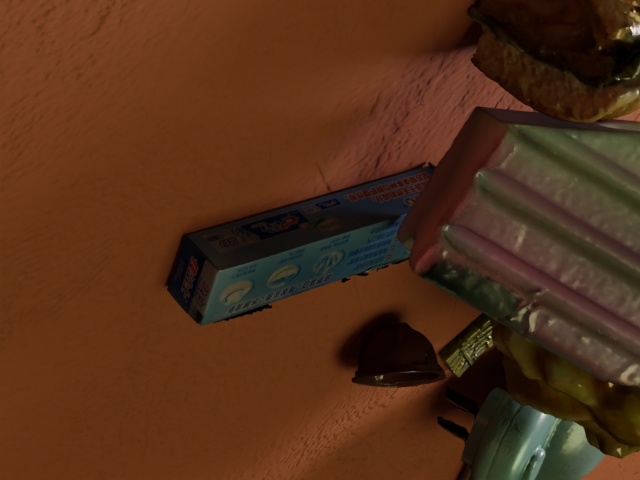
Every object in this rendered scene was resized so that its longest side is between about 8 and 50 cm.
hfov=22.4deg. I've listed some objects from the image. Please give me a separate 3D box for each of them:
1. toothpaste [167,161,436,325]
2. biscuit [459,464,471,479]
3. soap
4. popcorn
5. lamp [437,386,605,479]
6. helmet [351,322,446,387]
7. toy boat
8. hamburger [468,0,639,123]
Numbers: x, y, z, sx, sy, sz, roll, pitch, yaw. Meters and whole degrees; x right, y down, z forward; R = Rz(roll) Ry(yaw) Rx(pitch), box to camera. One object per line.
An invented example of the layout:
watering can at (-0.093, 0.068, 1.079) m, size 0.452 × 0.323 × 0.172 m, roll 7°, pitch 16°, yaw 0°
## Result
toothpaste at (0.000, 0.000, 1.335) m, size 0.272 × 0.053 × 0.066 m, roll -17°, pitch 140°, yaw -38°
biscuit at (0.230, 0.299, 2.055) m, size 0.108 × 0.062 × 0.239 m, roll -25°, pitch 149°, yaw -33°
soap at (0.249, 0.010, 1.314) m, size 0.193 × 0.324 × 0.109 m, roll -58°, pitch -168°, yaw 12°
popcorn at (0.298, 0.060, 1.554) m, size 0.279 × 0.274 × 0.335 m, roll -24°, pitch 169°, yaw 28°
lamp at (0.262, 0.196, 1.846) m, size 0.284 × 0.147 × 0.209 m, roll -15°, pitch 131°, yaw -41°
helmet at (0.075, 0.110, 1.584) m, size 0.089 × 0.057 × 0.111 m, roll -11°, pitch 166°, yaw 19°
toy boat at (0.180, 0.099, 1.748) m, size 0.115 × 0.016 × 0.063 m, roll -41°, pitch 152°, yaw -1°
hamburger at (0.235, -0.163, 1.304) m, size 0.208 × 0.155 × 0.135 m, roll -12°, pitch 143°, yaw -52°
